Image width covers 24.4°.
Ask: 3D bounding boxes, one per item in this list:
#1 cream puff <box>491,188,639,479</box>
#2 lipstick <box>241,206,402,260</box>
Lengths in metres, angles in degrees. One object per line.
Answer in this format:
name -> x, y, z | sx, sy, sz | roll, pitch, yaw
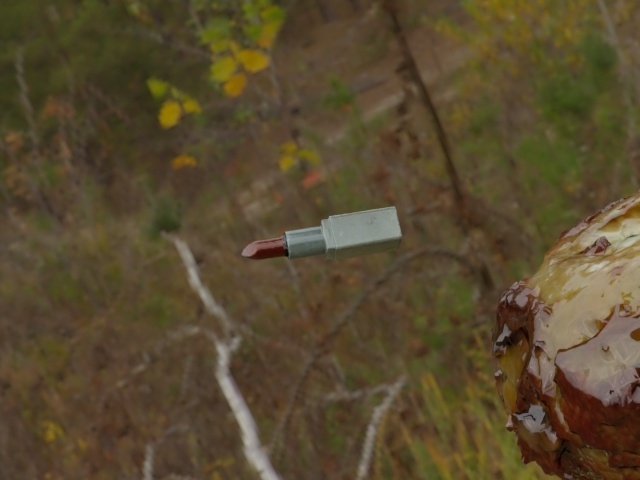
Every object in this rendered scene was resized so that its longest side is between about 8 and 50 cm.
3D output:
cream puff -> 0.282, 0.071, 1.053 | 0.350, 0.229, 0.350 | -29, 8, 5
lipstick -> 0.000, 0.000, 1.203 | 0.129, 0.030, 0.030 | -10, -19, -8
